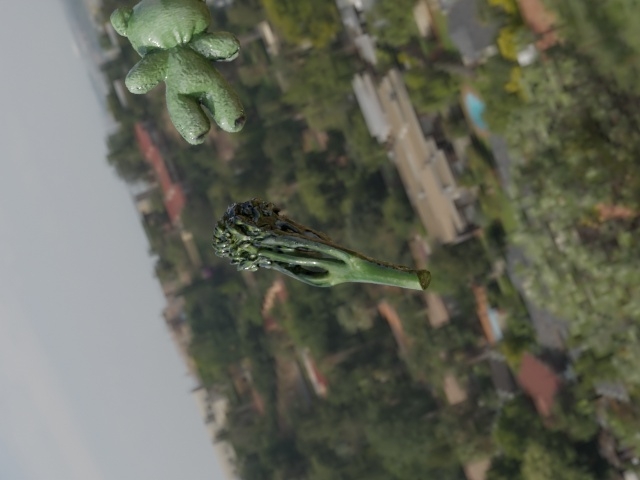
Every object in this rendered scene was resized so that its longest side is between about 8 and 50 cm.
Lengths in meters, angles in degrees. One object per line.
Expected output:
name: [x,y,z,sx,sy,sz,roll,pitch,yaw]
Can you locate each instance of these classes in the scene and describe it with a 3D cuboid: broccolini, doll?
broccolini: [-0.005,0.019,1.170,0.202,0.068,0.091,24,176,34]
doll: [-0.129,-0.162,1.289,0.077,0.115,0.150,131,117,-76]
